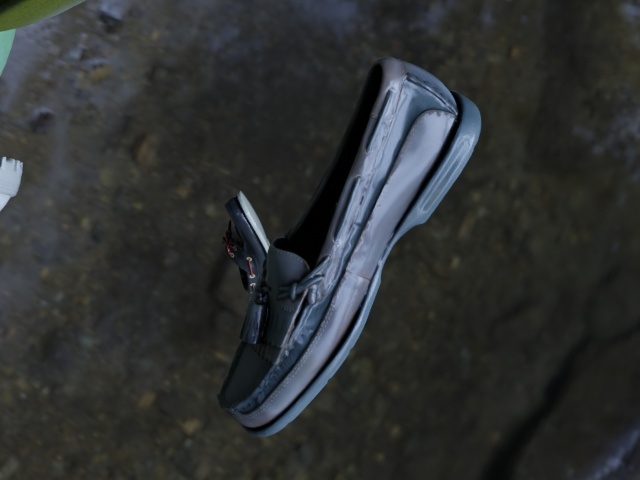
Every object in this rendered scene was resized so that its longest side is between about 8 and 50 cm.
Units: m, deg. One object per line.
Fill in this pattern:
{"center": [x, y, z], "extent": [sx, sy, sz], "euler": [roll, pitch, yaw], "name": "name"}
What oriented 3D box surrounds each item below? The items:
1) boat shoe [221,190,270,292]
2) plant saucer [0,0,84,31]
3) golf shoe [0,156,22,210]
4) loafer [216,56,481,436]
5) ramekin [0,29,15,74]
{"center": [-0.064, 0.005, 1.431], "extent": [0.042, 0.049, 0.133], "euler": [-20, 148, -1], "name": "boat shoe"}
{"center": [-0.119, -0.199, 0.871], "extent": [0.045, 0.188, 0.188], "euler": [24, 77, -25], "name": "plant saucer"}
{"center": [-0.193, 0.005, 0.593], "extent": [0.176, 0.069, 0.086], "euler": [-8, 98, -29], "name": "golf shoe"}
{"center": [0.000, 0.000, 1.081], "extent": [0.084, 0.096, 0.267], "euler": [34, 89, -30], "name": "loafer"}
{"center": [-0.351, -0.177, 1.011], "extent": [0.303, 0.303, 0.148], "euler": [-54, 170, -11], "name": "ramekin"}
